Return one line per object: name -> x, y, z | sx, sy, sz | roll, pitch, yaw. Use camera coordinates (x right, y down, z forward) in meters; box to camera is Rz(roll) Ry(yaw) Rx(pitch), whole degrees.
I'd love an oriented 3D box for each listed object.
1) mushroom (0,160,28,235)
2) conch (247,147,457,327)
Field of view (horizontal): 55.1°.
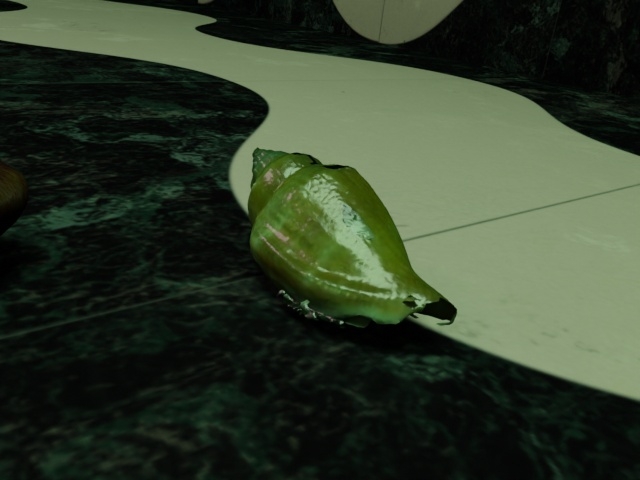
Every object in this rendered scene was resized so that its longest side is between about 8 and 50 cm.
mushroom -> -0.282, -0.086, 0.321 | 0.226, 0.218, 0.148 | -2, 24, -21
conch -> 0.000, -0.004, 0.408 | 0.094, 0.080, 0.201 | -18, 37, -10
